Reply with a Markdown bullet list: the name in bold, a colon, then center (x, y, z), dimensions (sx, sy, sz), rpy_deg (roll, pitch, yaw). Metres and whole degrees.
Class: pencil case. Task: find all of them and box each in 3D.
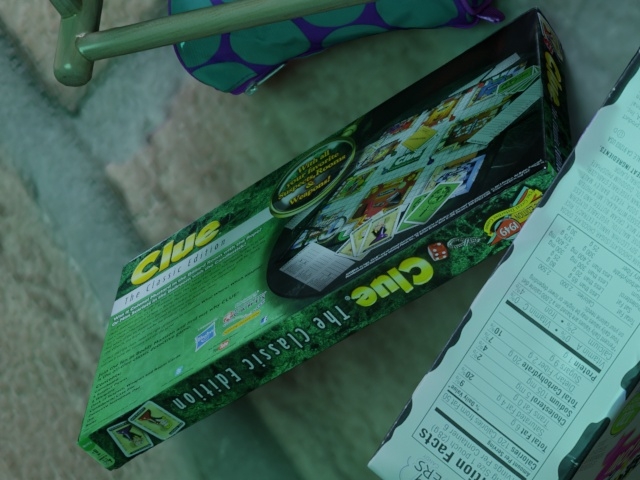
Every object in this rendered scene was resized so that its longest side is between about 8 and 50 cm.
- **pencil case**: center (0.006, -0.117, 0.766), dimensions (0.152, 0.064, 0.070), rpy_deg (-13, 102, 26)

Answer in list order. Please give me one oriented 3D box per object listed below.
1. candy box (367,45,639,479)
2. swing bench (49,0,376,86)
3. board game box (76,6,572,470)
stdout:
- **candy box**: center (0.125, 0.024, 0.643), dimensions (0.070, 0.165, 0.196), rpy_deg (37, 108, 21)
- **swing bench**: center (-0.020, -0.229, 0.710), dimensions (0.253, 0.165, 0.254), rpy_deg (-7, 49, 29)
- **board game box**: center (0.000, 0.000, 0.741), dimensions (0.260, 0.030, 0.136), rpy_deg (-31, 31, 25)
